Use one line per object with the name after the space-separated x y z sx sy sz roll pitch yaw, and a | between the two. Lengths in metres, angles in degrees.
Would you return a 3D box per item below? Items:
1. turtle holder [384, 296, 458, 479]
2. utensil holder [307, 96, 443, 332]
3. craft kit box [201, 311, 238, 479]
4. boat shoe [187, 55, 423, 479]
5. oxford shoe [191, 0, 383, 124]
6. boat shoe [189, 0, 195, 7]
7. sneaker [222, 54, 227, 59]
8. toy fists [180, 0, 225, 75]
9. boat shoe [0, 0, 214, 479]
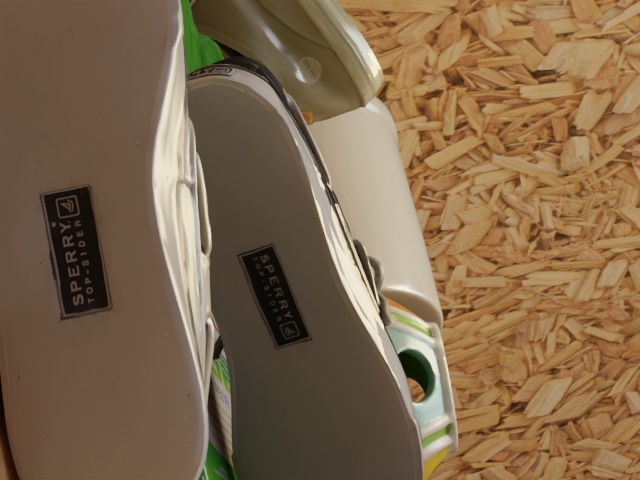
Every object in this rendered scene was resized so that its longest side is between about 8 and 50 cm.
0.023 0.194 1.001 0.243 0.227 0.320 82 0 -48 | turtle holder
0.000 0.000 1.546 0.328 0.327 0.385 78 0 -57 | utensil holder
-0.092 0.073 0.619 0.250 0.061 0.247 79 -6 -69 | craft kit box
-0.015 0.044 0.574 0.105 0.113 0.306 -65 134 -69 | boat shoe
-0.122 -0.278 0.895 0.449 0.130 0.169 51 0 -8 | oxford shoe
-0.145 -0.253 0.720 0.113 0.127 0.340 -65 -177 -33 | boat shoe
-0.122 -0.112 1.084 0.130 0.109 0.286 31 -44 40 | sneaker
-0.116 -0.110 0.716 0.279 0.096 0.142 59 20 -61 | toy fists
-0.089 -0.016 0.409 0.088 0.096 0.268 102 -25 -77 | boat shoe
